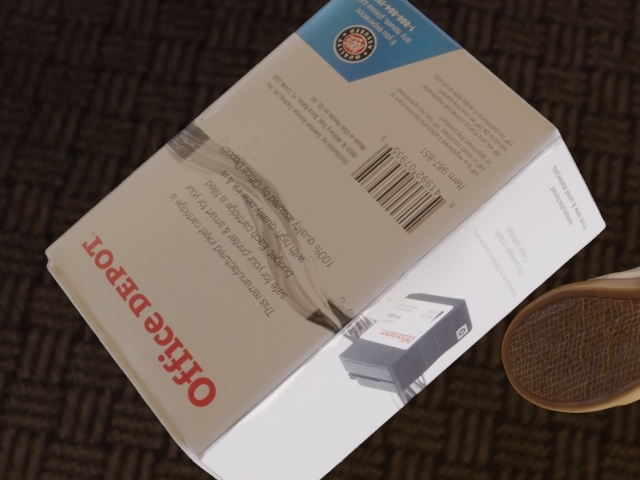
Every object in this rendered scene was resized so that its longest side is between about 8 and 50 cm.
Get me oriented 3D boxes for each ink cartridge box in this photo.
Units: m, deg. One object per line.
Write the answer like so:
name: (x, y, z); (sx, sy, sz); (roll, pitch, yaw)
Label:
ink cartridge box: (0.000, 0.000, 1.122); (0.307, 0.129, 0.223); (-41, 53, -2)

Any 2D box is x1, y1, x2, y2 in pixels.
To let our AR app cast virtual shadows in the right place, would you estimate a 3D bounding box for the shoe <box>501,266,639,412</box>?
shoe: (0.194, 0.049, 0.932); (0.058, 0.219, 0.076); (-3, 76, -41)
